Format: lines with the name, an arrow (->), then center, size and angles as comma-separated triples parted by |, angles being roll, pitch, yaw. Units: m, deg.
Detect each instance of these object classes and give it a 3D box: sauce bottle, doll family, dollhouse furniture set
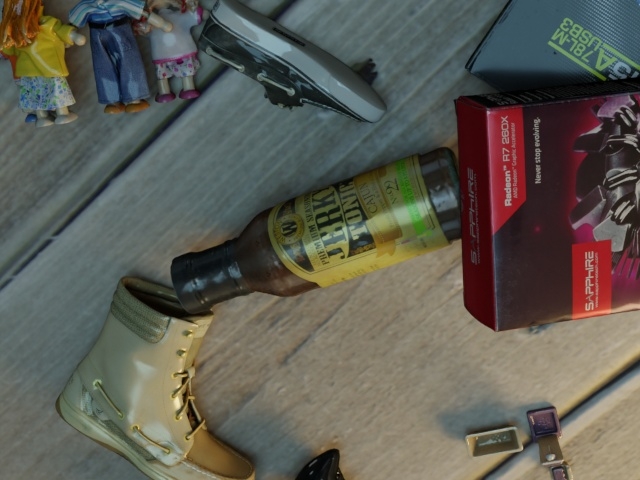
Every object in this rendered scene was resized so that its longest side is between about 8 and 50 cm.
sauce bottle -> 0.000, 0.000, 1.142 | 0.344, 0.111, 0.111 | -21, 101, 11
doll family -> -0.255, -0.217, 1.111 | 0.263, 0.118, 0.163 | -8, 107, 8
dollhouse furniture set -> 0.233, 0.262, 1.197 | 0.114, 0.081, 0.091 | -13, 103, 11

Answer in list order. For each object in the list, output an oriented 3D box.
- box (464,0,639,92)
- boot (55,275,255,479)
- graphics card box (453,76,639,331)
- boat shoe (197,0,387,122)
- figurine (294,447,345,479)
box -> 0.282, -0.208, 1.082 | 0.191, 0.045, 0.184 | 34, 104, -2
boot -> -0.164, 0.179, 1.224 | 0.262, 0.095, 0.203 | 30, 106, 3
graphics card box -> 0.331, -0.049, 1.042 | 0.371, 0.094, 0.232 | -7, 106, -9
boat shoe -> -0.031, -0.182, 1.119 | 0.219, 0.078, 0.070 | 33, 112, 1
figurine -> -0.012, 0.386, 1.266 | 0.209, 0.092, 0.215 | -33, 100, 10
